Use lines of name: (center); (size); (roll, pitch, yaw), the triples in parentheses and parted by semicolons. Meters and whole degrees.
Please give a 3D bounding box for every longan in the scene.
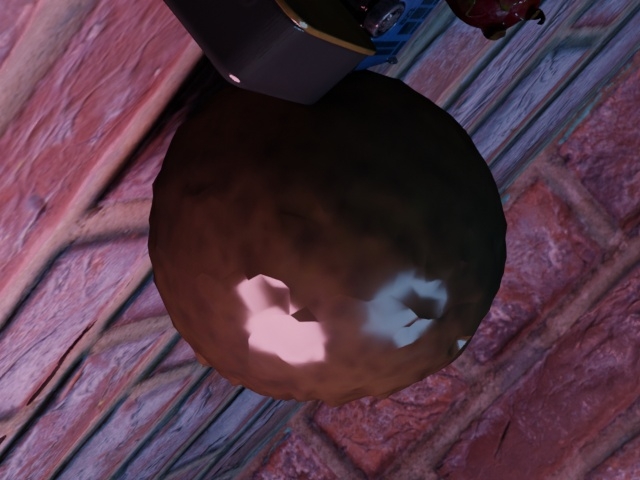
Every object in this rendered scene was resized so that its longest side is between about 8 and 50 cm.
longan: (0.000, 0.000, 1.460); (0.391, 0.391, 0.391); (-38, 164, -12)

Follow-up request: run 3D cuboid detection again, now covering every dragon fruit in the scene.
dragon fruit: (0.200, -0.305, 1.607); (0.133, 0.136, 0.166); (-10, -168, -1)

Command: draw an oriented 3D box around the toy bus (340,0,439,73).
toy bus: (0.077, -0.284, 1.367); (0.234, 0.116, 0.133); (-50, 165, 25)

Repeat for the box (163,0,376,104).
box: (-0.048, -0.202, 1.242); (0.090, 0.144, 0.201); (-42, 166, 16)
